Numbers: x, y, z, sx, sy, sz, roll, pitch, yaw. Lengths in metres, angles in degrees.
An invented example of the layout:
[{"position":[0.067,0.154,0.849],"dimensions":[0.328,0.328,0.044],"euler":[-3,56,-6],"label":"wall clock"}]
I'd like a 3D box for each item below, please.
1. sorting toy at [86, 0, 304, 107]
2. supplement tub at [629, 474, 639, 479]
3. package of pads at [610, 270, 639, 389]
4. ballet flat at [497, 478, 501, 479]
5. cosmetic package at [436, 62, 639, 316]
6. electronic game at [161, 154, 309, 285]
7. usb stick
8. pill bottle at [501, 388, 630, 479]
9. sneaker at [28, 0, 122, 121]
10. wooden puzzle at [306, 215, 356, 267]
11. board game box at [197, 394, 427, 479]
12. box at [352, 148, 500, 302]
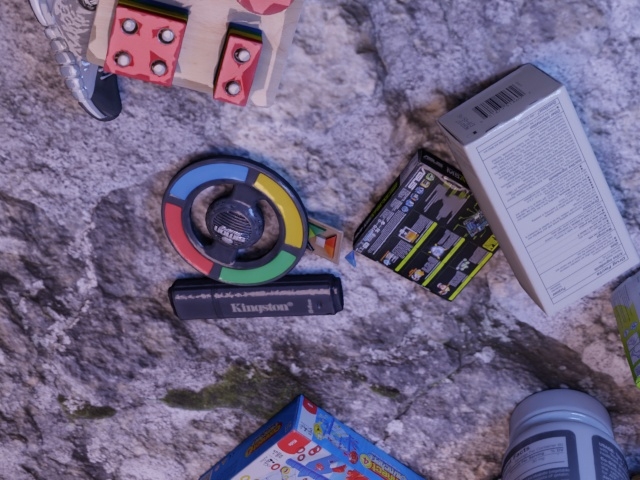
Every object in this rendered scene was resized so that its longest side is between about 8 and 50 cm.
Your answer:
[{"position":[-0.151,-0.305,1.470],"dimensions":[0.257,0.089,0.255],"euler":[13,116,-11],"label":"sorting toy"},{"position":[0.661,0.471,1.878],"dimensions":[0.331,0.241,0.241],"euler":[-21,121,21],"label":"supplement tub"},{"position":[0.564,0.195,1.698],"dimensions":[0.296,0.229,0.101],"euler":[40,116,-22],"label":"package of pads"},{"position":[0.253,0.533,2.049],"dimensions":[0.147,0.147,0.409],"euler":[41,122,-21],"label":"ballet flat"},{"position":[0.303,-0.067,1.584],"dimensions":[0.160,0.113,0.309],"euler":[-31,120,-1],"label":"cosmetic package"},{"position":[-0.129,-0.027,1.733],"dimensions":[0.229,0.048,0.229],"euler":[6,125,9],"label":"electronic game"},{"position":[-0.103,0.090,1.826],"dimensions":[0.278,0.045,0.077],"euler":[-3,125,9],"label":"usb stick"},{"position":[0.386,0.415,1.800],"dimensions":[0.204,0.361,0.204],"euler":[4,126,5],"label":"pill bottle"},{"position":[-0.293,-0.273,1.564],"dimensions":[0.132,0.086,0.229],"euler":[-16,121,16],"label":"sneaker"},{"position":[0.000,0.000,1.740],"dimensions":[0.116,0.014,0.078],"euler":[19,135,24],"label":"wooden puzzle"},{"position":[-0.020,0.459,2.060],"dimensions":[0.302,0.086,0.308],"euler":[36,123,-17],"label":"board game box"},{"position":[0.172,-0.018,1.711],"dimensions":[0.184,0.045,0.191],"euler":[27,124,-14],"label":"box"}]
